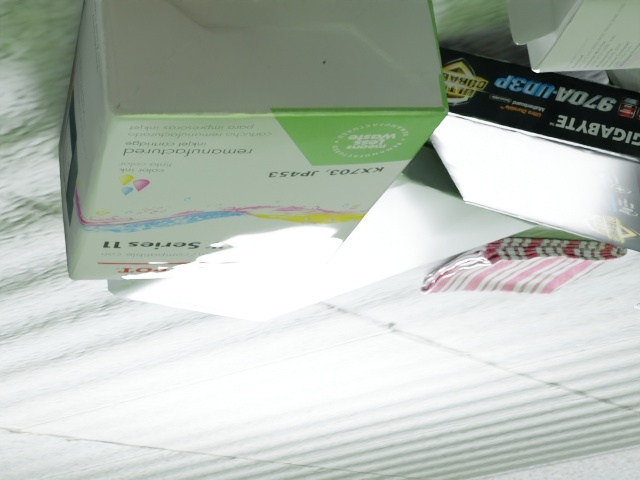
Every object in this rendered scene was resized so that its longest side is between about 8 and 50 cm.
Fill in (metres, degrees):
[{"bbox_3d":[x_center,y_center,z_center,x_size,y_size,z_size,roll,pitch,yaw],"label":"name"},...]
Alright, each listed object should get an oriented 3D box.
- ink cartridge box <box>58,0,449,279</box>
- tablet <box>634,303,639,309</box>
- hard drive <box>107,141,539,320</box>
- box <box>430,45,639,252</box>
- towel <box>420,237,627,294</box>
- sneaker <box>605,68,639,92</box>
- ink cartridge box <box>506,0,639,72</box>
[{"bbox_3d":[-0.070,-0.061,0.877,0.207,0.119,0.353,-2,161,-16],"label":"ink cartridge box"},{"bbox_3d":[0.468,0.090,1.721,0.054,0.006,0.083,-19,158,31],"label":"tablet"},{"bbox_3d":[0.000,0.000,1.204,0.353,0.047,0.233,-21,157,35],"label":"hard drive"},{"bbox_3d":[0.177,-0.063,0.952,0.175,0.051,0.220,17,168,21],"label":"box"},{"bbox_3d":[0.229,0.035,1.427,0.197,0.029,0.144,2,160,-27],"label":"towel"},{"bbox_3d":[0.240,-0.107,0.948,0.094,0.080,0.212,-5,167,33],"label":"sneaker"},{"bbox_3d":[0.178,-0.159,0.729,0.143,0.092,0.090,-4,161,-12],"label":"ink cartridge box"}]
